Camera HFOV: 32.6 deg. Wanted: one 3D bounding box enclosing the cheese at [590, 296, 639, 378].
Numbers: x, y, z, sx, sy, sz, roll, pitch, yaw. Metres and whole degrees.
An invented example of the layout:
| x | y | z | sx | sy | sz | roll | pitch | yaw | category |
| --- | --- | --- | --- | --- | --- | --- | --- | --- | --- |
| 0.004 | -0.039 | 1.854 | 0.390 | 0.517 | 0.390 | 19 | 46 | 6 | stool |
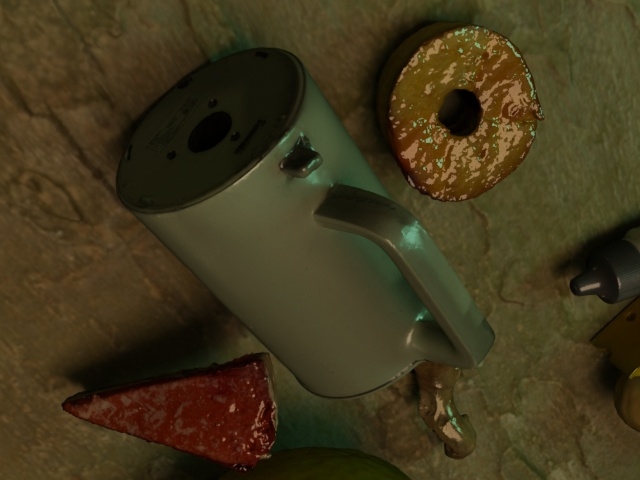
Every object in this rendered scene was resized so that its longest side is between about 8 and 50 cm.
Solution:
| x | y | z | sx | sy | sz | roll | pitch | yaw | category |
| --- | --- | --- | --- | --- | --- | --- | --- | --- | --- |
| 0.448 | 0.119 | 1.429 | 0.171 | 0.093 | 0.126 | -28 | 129 | -8 | cheese |

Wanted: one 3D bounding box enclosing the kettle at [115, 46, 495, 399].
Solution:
| x | y | z | sx | sy | sz | roll | pitch | yaw | category |
| --- | --- | --- | --- | --- | --- | --- | --- | --- | --- |
| -0.001 | -0.011 | 1.051 | 0.265 | 0.205 | 0.318 | -15 | 132 | 26 | kettle |

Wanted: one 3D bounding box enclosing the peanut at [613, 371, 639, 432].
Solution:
| x | y | z | sx | sy | sz | roll | pitch | yaw | category |
| --- | --- | --- | --- | --- | --- | --- | --- | --- | --- |
| 0.532 | 0.222 | 1.502 | 0.318 | 0.147 | 0.148 | 6 | 115 | -31 | peanut |

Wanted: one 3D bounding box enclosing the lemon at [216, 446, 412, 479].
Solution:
| x | y | z | sx | sy | sz | roll | pitch | yaw | category |
| --- | --- | --- | --- | --- | --- | --- | --- | --- | --- |
| -0.020 | 0.406 | 1.227 | 0.387 | 0.350 | 0.350 | -8 | 121 | -13 | lemon |

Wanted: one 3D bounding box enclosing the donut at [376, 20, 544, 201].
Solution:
| x | y | z | sx | sy | sz | roll | pitch | yaw | category |
| --- | --- | --- | --- | --- | --- | --- | --- | --- | --- |
| 0.136 | -0.141 | 1.146 | 0.174 | 0.074 | 0.190 | -41 | 123 | 3 | donut |

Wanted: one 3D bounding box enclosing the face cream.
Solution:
| x | y | z | sx | sy | sz | roll | pitch | yaw | category |
| --- | --- | --- | --- | --- | --- | --- | --- | --- | --- |
| 0.448 | 0.010 | 1.369 | 0.311 | 0.092 | 0.092 | -18 | 124 | -14 | face cream |

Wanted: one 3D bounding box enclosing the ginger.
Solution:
| x | y | z | sx | sy | sz | roll | pitch | yaw | category |
| --- | --- | --- | --- | --- | --- | --- | --- | --- | --- |
| 0.148 | 0.163 | 1.334 | 0.089 | 0.075 | 0.288 | -28 | 122 | -14 | ginger |

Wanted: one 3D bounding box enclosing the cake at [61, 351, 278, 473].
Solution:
| x | y | z | sx | sy | sz | roll | pitch | yaw | category |
| --- | --- | --- | --- | --- | --- | --- | --- | --- | --- |
| -0.142 | 0.190 | 1.128 | 0.220 | 0.086 | 0.117 | -15 | 91 | 10 | cake |
